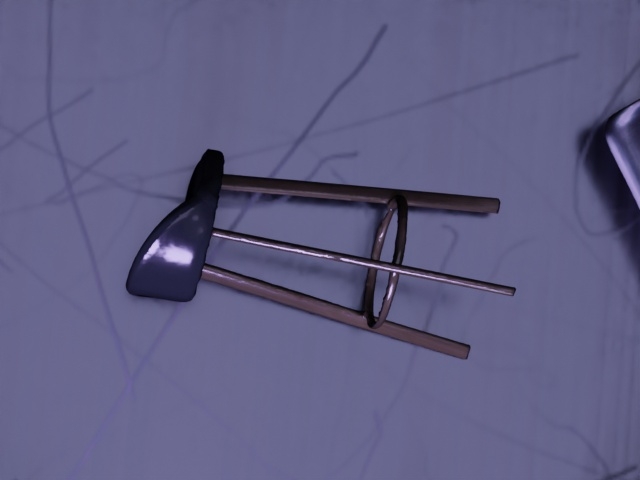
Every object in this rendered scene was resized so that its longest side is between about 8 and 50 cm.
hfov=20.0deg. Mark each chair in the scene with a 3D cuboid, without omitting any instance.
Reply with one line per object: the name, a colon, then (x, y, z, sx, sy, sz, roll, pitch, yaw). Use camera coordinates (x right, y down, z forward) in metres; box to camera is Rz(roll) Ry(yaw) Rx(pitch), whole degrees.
chair: (0.000, 0.001, 1.072, 0.222, 0.104, 0.095, 8, 60, -10)

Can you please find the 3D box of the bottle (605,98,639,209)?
bottle: (0.252, 0.026, 1.099, 0.096, 0.079, 0.253, -27, 89, 31)
